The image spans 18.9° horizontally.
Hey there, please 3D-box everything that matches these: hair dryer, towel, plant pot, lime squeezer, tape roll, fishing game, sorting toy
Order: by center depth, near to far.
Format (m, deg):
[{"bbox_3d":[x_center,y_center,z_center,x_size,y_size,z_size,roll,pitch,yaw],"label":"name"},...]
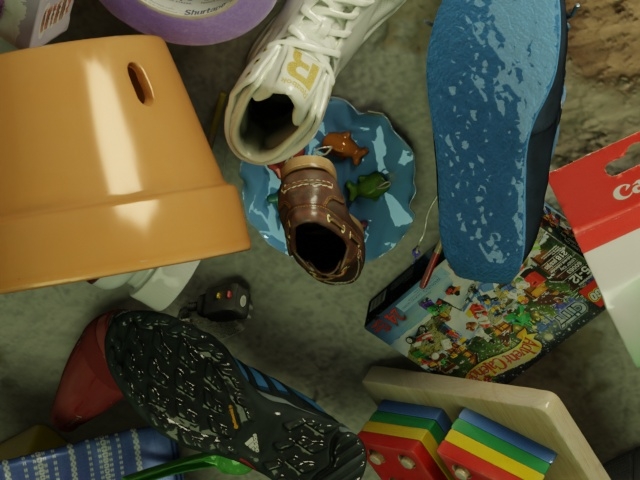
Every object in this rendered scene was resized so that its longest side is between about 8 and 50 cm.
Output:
[{"bbox_3d":[-0.117,-0.272,1.710,0.189,0.080,0.189,6,131,7],"label":"tape roll"},{"bbox_3d":[-0.221,-0.066,1.714,0.290,0.291,0.204,-10,91,19],"label":"plant pot"},{"bbox_3d":[0.008,-0.052,1.876,0.264,0.041,0.189,22,118,-1],"label":"fishing game"},{"bbox_3d":[0.180,0.261,2.023,0.255,0.089,0.257,5,139,45],"label":"sorting toy"},{"bbox_3d":[-0.296,0.347,2.081,0.336,0.040,0.243,-13,104,-21],"label":"towel"},{"bbox_3d":[-0.173,0.161,2.093,0.293,0.080,0.224,-11,128,20],"label":"hair dryer"},{"bbox_3d":[-0.065,0.258,2.123,0.310,0.110,0.059,9,140,-8],"label":"lime squeezer"}]

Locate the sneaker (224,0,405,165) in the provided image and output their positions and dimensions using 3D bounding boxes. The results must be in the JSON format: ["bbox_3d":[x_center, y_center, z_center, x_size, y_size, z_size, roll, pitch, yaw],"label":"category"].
[{"bbox_3d":[0.011,-0.187,1.697,0.108,0.169,0.292,28,129,-9],"label":"sneaker"}]

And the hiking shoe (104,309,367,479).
[{"bbox_3d":[-0.097,0.176,2.001,0.304,0.132,0.113,35,87,-6],"label":"hiking shoe"}]

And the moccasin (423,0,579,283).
[{"bbox_3d":[0.156,-0.130,1.747,0.137,0.117,0.342,15,120,13],"label":"moccasin"}]

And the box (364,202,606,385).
[{"bbox_3d":[0.178,0.057,1.953,0.159,0.044,0.233,34,128,-17],"label":"box"}]

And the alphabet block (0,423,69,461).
[{"bbox_3d":[-0.347,0.365,2.232,0.197,0.192,0.193,-30,120,31],"label":"alphabet block"}]

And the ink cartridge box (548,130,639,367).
[{"bbox_3d":[0.340,-0.004,1.832,0.181,0.056,0.225,-25,124,9],"label":"ink cartridge box"}]

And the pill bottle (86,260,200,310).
[{"bbox_3d":[-0.229,-0.026,1.916,0.221,0.121,0.121,32,129,-15],"label":"pill bottle"}]

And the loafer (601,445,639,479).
[{"bbox_3d":[0.427,0.263,2.041,0.302,0.109,0.095,-20,128,22],"label":"loafer"}]

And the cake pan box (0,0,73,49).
[{"bbox_3d":[-0.302,-0.330,1.656,0.245,0.070,0.267,33,131,9],"label":"cake pan box"}]

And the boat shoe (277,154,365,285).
[{"bbox_3d":[0.000,0.000,1.795,0.073,0.073,0.207,-12,152,9],"label":"boat shoe"}]
